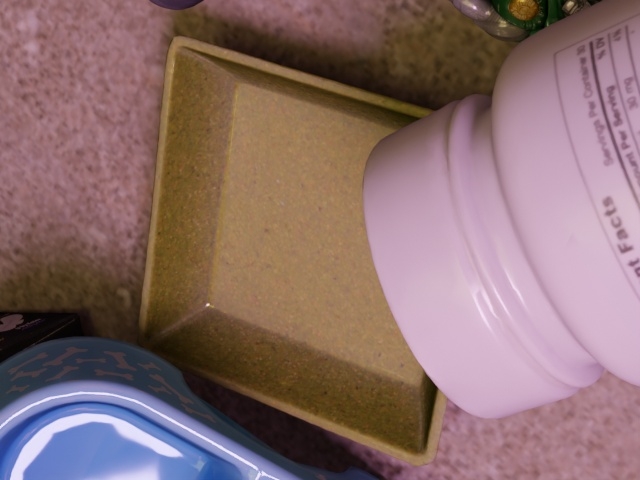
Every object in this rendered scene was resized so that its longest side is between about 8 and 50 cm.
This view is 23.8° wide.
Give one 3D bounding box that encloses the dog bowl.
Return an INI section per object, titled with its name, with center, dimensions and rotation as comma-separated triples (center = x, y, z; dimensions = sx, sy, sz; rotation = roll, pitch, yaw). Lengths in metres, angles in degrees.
[dog bowl]
center = -0.066, 0.169, 0.796
dimensions = 0.297, 0.074, 0.166
rotation = 30, 88, -7

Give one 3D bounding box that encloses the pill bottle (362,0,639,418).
[pill bottle]
center = 0.169, -0.035, 0.606
dimensions = 0.283, 0.160, 0.160
rotation = -23, 94, 27

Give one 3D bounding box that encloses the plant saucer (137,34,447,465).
[plant saucer]
center = 0.000, 0.000, 0.801
dimensions = 0.188, 0.045, 0.188
rotation = 20, 115, 24

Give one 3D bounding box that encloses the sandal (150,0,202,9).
[sandal]
center = -0.109, -0.240, 0.761
dimensions = 0.054, 0.097, 0.254
rotation = -25, 104, 35

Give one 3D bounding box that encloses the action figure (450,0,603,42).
[action figure]
center = 0.052, -0.165, 0.710
dimensions = 0.232, 0.063, 0.137
rotation = 39, 118, 9

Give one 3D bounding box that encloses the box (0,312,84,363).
[box]
center = -0.220, 0.182, 0.919
dimensions = 0.142, 0.163, 0.247
rotation = -1, 105, 34
